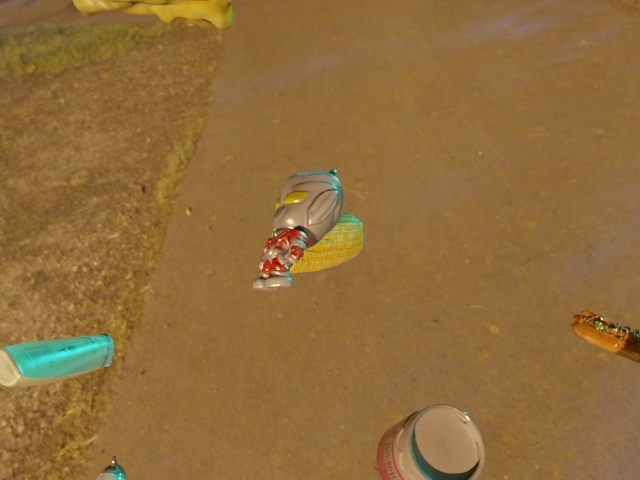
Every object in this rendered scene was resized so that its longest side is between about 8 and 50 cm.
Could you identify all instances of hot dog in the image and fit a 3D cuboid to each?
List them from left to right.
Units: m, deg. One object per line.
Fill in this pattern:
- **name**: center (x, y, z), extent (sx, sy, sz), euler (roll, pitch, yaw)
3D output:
- **hot dog**: center (0.628, 0.204, 1.368), extent (0.188, 0.055, 0.072), euler (21, 39, 32)

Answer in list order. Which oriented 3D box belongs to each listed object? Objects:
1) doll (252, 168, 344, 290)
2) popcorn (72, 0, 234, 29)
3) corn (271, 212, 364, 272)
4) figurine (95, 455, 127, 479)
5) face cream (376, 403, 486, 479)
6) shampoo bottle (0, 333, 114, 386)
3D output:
- **doll**: center (-0.022, -0.018, 0.714), extent (0.094, 0.079, 0.180), euler (-20, 36, 51)
- **popcorn**: center (-0.155, -0.344, 0.607), extent (0.312, 0.312, 0.312), euler (-9, 33, 6)
- **corn**: center (0.000, 0.000, 0.934), extent (0.063, 0.085, 0.165), euler (-10, 1, 42)
- **figurine**: center (-0.249, 0.389, 0.838), extent (0.103, 0.205, 0.260), euler (6, 6, 10)
- **face cream**: center (0.224, 0.440, 1.326), extent (0.175, 0.195, 0.175), euler (6, 64, -12)
- **shampoo bottle**: center (-0.412, 0.185, 1.015), extent (0.072, 0.049, 0.212), euler (44, 14, 14)
